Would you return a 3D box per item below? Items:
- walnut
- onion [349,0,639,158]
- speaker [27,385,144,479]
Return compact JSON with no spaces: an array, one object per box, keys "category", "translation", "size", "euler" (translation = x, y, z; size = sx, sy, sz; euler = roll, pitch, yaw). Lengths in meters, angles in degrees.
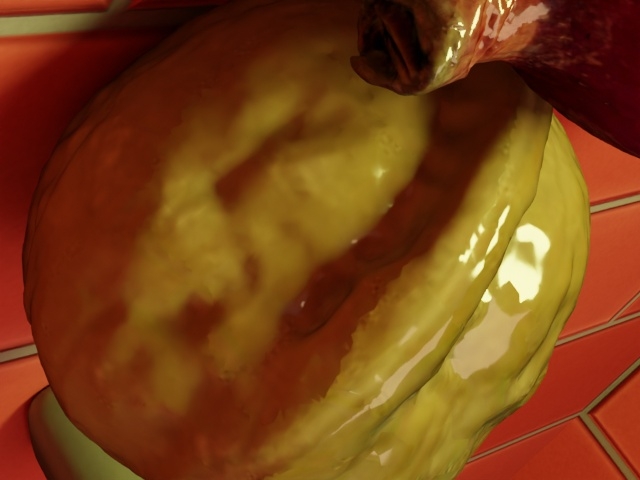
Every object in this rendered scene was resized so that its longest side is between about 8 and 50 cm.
[{"category":"walnut","translation":[-0.004,0.013,1.120],"size":[0.383,0.384,0.383],"euler":[-32,161,-13]},{"category":"onion","translation":[0.173,-0.175,0.883],"size":[0.385,0.348,0.348],"euler":[-29,160,-24]},{"category":"speaker","translation":[-0.062,0.153,1.565],"size":[0.406,0.184,0.183],"euler":[-29,160,-19]}]
